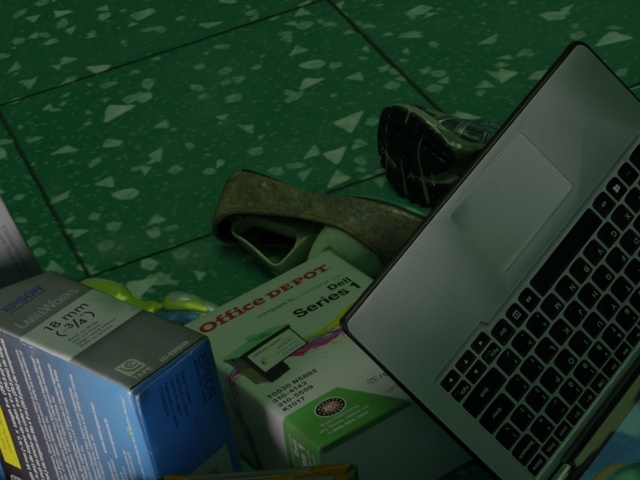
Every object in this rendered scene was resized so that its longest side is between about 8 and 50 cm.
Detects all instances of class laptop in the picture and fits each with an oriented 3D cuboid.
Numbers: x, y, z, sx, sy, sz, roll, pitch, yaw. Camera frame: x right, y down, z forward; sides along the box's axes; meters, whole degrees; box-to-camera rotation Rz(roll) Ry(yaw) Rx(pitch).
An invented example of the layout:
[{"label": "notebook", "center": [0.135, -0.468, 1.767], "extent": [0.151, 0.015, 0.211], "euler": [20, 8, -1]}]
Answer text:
[{"label": "laptop", "center": [0.313, 0.068, 1.775], "extent": [0.382, 0.408, 0.236], "euler": [-50, 13, -19]}]

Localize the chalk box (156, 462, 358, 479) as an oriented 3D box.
[{"label": "chalk box", "center": [-0.055, 0.337, 1.573], "extent": [0.180, 0.288, 0.179], "euler": [-4, 1, 8]}]

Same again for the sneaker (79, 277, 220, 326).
[{"label": "sneaker", "center": [-0.194, 0.119, 2.100], "extent": [0.240, 0.091, 0.126], "euler": [9, 52, 36]}]

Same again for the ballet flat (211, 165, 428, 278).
[{"label": "ballet flat", "center": [0.000, 0.000, 2.211], "extent": [0.316, 0.107, 0.106], "euler": [14, 60, 42]}]

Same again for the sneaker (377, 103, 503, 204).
[{"label": "sneaker", "center": [0.185, -0.092, 2.297], "extent": [0.122, 0.110, 0.283], "euler": [-15, 31, -40]}]

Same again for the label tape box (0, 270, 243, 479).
[{"label": "label tape box", "center": [-0.232, 0.162, 1.882], "extent": [0.334, 0.240, 0.106], "euler": [19, 44, 39]}]

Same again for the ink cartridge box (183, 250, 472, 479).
[{"label": "ink cartridge box", "center": [0.012, 0.144, 1.947], "extent": [0.201, 0.117, 0.278], "euler": [-27, 35, -23]}]

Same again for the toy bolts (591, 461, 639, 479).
[{"label": "toy bolts", "center": [0.335, 0.244, 1.633], "extent": [0.229, 0.218, 0.158], "euler": [-3, 8, -9]}]

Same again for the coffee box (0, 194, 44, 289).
[{"label": "coffee box", "center": [-0.515, -0.002, 2.026], "extent": [0.338, 0.337, 0.334], "euler": [-33, 48, -12]}]
